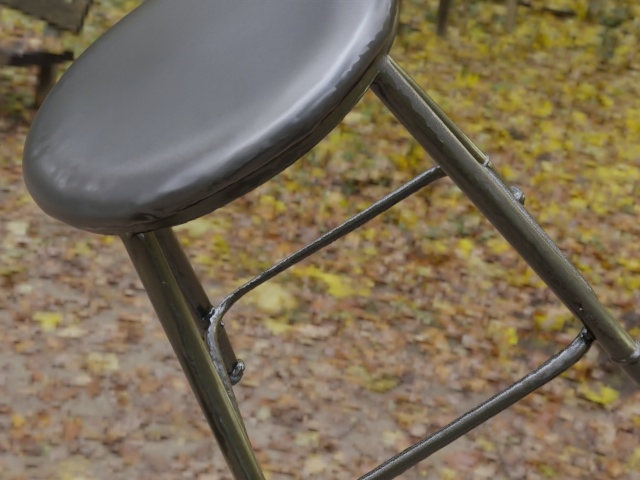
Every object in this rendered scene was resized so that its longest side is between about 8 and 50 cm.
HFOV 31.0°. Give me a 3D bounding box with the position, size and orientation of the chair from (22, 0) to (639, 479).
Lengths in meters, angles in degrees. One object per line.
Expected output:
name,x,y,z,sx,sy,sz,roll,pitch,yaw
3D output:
chair,0.000,0.000,0.931,0.364,0.410,0.362,-32,35,4
